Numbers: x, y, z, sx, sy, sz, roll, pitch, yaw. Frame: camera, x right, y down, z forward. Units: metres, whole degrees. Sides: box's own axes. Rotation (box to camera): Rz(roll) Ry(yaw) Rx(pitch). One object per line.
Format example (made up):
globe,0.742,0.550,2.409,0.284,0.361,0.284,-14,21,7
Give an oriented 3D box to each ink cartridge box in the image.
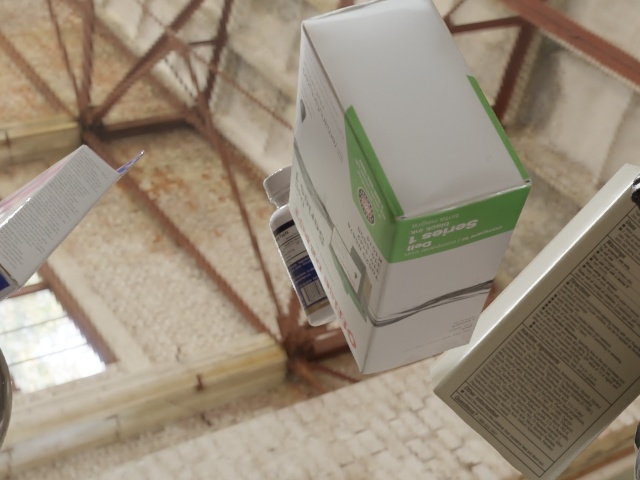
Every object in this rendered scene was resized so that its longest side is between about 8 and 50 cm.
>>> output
ink cartridge box,-0.390,0.015,1.350,0.324,0.330,0.071,-29,-72,28
ink cartridge box,0.049,-0.030,0.797,0.219,0.092,0.160,97,-27,-59

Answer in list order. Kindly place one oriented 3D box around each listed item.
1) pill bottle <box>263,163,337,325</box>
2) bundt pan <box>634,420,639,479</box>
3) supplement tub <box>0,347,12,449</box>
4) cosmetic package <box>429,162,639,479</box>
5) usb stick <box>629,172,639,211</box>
pill bottle,0.000,0.000,1.304,0.094,0.094,0.169,-34,-104,57
bundt pan,0.414,0.175,1.003,0.330,0.330,0.124,3,-60,57
supplement tub,-0.387,0.173,1.041,0.207,0.207,0.338,62,-34,21
cosmetic package,0.273,0.086,1.227,0.160,0.309,0.113,43,7,-3
usb stick,0.347,-0.101,0.944,0.077,0.278,0.045,6,-51,53
